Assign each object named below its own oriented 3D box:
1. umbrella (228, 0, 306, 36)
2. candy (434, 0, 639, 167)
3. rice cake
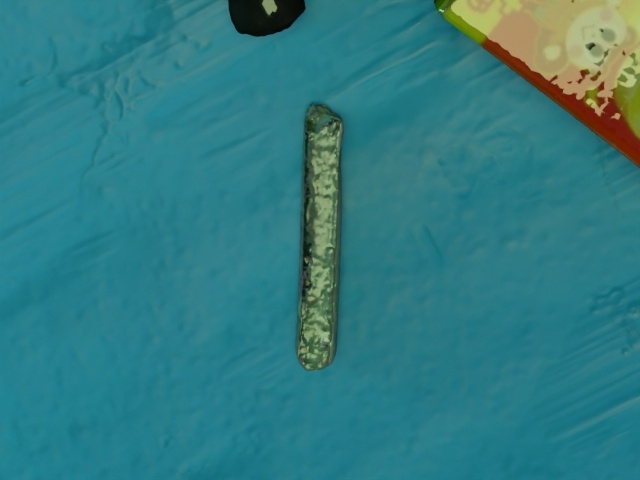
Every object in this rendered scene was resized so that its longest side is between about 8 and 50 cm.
[{"bbox_3d":[-0.095,-0.314,1.069,0.113,0.106,0.358,-17,112,15],"label":"umbrella"},{"bbox_3d":[0.231,-0.142,1.102,0.276,0.088,0.146,35,102,-7],"label":"candy"},{"bbox_3d":[0.000,0.000,1.171,0.033,0.033,0.208,2,105,-1],"label":"rice cake"}]
